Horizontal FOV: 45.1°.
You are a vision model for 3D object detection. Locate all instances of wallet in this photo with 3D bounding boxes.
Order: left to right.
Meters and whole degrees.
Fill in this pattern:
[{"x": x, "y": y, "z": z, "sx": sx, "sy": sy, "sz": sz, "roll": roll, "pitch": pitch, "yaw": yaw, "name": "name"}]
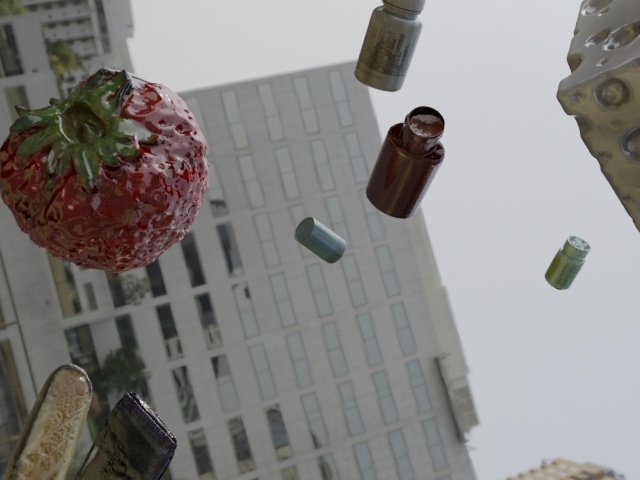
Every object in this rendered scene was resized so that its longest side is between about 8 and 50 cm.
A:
[{"x": -0.255, "y": 0.296, "z": 1.008, "sx": 0.111, "sy": 0.030, "sz": 0.166, "roll": 37, "pitch": -77, "yaw": 28, "name": "wallet"}]

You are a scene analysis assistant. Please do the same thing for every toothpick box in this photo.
[{"x": 0.000, "y": 0.000, "z": 1.366, "sx": 0.083, "sy": 0.052, "sz": 0.052, "roll": 36, "pitch": 7, "yaw": -34, "name": "toothpick box"}]

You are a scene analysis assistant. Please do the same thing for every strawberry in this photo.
[{"x": -0.258, "y": -0.069, "z": 0.998, "sx": 0.277, "sy": 0.257, "sz": 0.257, "roll": 75, "pitch": -7, "yaw": -62, "name": "strawberry"}]

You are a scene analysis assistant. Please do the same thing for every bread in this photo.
[{"x": -0.342, "y": 0.258, "z": 0.954, "sx": 0.053, "sy": 0.073, "sz": 0.214, "roll": -28, "pitch": -137, "yaw": 53, "name": "bread"}]

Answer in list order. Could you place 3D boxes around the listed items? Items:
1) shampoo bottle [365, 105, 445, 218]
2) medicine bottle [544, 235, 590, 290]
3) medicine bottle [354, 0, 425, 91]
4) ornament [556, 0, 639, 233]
[{"x": 0.143, "y": -0.125, "z": 1.266, "sx": 0.102, "sy": 0.064, "sz": 0.260, "roll": 31, "pitch": -24, "yaw": 6, "name": "shampoo bottle"}, {"x": 0.405, "y": 0.037, "z": 1.264, "sx": 0.047, "sy": 0.047, "sz": 0.083, "roll": 58, "pitch": -40, "yaw": 45, "name": "medicine bottle"}, {"x": 0.104, "y": -0.298, "z": 1.138, "sx": 0.079, "sy": 0.079, "sz": 0.140, "roll": 55, "pitch": -45, "yaw": 49, "name": "medicine bottle"}, {"x": 0.462, "y": -0.192, "z": 0.930, "sx": 0.239, "sy": 0.240, "sz": 0.239, "roll": -20, "pitch": -59, "yaw": 41, "name": "ornament"}]
